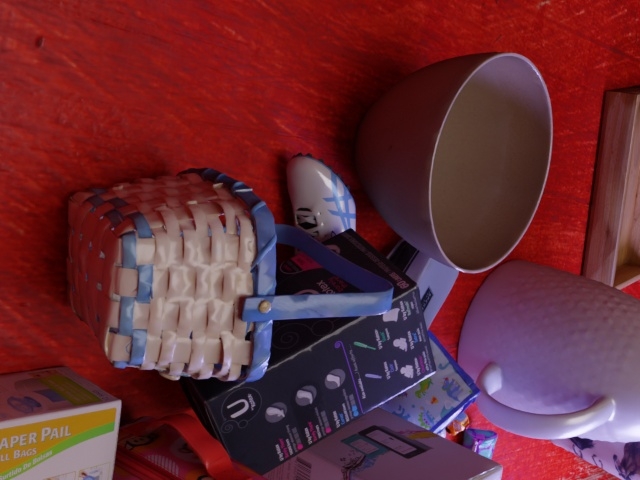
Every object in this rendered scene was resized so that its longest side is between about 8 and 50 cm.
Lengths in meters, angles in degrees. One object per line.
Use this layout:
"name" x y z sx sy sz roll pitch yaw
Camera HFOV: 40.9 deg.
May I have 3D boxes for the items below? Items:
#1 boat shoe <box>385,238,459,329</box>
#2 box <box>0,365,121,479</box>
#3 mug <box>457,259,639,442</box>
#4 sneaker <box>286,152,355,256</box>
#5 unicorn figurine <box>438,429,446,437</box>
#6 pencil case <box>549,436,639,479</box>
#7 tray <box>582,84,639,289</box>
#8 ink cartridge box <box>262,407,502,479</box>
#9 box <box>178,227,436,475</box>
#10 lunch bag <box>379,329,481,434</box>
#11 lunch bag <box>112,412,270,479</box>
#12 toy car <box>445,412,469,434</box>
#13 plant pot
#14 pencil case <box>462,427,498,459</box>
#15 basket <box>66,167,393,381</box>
"boat shoe" 0.087 0.101 1.225 0.306 0.104 0.113 -56 133 -28
"box" -0.308 0.195 0.811 0.203 0.114 0.103 -1 104 -47
"mug" 0.418 0.220 1.461 0.374 0.328 0.276 -26 122 -40
"sneaker" 0.000 0.000 1.103 0.086 0.085 0.237 -51 138 -45
"unicorn figurine" 0.178 0.345 1.423 0.111 0.060 0.162 -3 129 -10
"pencil case" 0.561 0.350 1.629 0.183 0.410 0.160 -18 111 -29
"tray" 0.644 -0.111 1.792 0.202 0.076 0.411 -16 114 -44
"ink cartridge box" 0.073 0.367 1.174 0.197 0.270 0.198 -7 109 -47
"box" -0.026 0.128 1.005 0.270 0.165 0.143 -28 125 -16
"lunch bag" 0.157 0.216 1.280 0.096 0.129 0.151 -22 154 -42
"lunch bag" -0.141 0.310 0.901 0.120 0.293 0.258 -13 109 -46
"toy car" 0.219 0.330 1.499 0.122 0.040 0.060 -18 116 -44
"plant pot" 0.157 -0.116 1.158 0.284 0.191 0.284 -18 116 -43
"pencil case" 0.277 0.419 1.576 0.070 0.064 0.152 4 100 -65
"basket" -0.103 0.029 0.885 0.288 0.254 0.201 -6 107 -27
